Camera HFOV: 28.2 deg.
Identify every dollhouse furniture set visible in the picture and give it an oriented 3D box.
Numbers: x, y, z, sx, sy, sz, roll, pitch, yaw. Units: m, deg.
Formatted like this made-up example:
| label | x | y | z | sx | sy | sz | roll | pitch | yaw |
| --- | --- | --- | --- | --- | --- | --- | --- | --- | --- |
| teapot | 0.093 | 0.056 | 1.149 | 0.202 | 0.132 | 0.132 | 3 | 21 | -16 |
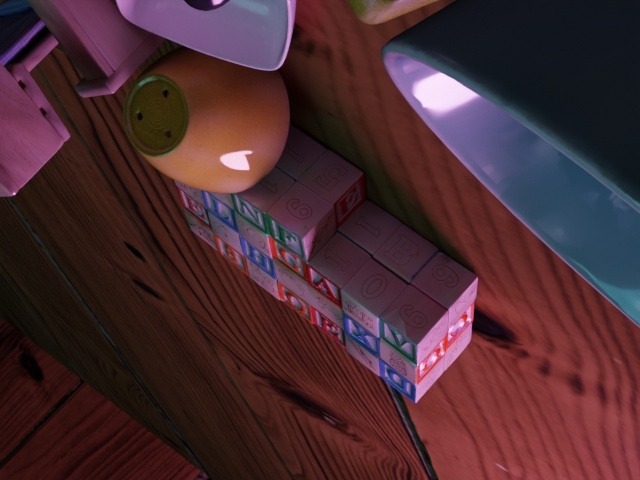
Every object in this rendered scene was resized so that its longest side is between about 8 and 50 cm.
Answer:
| label | x | y | z | sx | sy | sz | roll | pitch | yaw |
| --- | --- | --- | --- | --- | --- | --- | --- | --- | --- |
| dollhouse furniture set | -0.299 | -0.198 | 1.059 | 0.303 | 0.286 | 0.198 | 0 | 133 | 48 |

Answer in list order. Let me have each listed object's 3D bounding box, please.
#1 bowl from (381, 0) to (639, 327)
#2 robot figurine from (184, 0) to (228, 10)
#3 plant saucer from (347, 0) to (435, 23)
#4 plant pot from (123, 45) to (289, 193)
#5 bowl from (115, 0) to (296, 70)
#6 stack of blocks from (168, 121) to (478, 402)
| label | x | y | z | sx | sy | sz | roll | pitch | yaw |
| --- | --- | --- | --- | --- | --- | --- | --- | --- | --- |
| bowl | 0.192 | -0.034 | 0.529 | 0.311 | 0.163 | 0.311 | 42 | -179 | -1 |
| robot figurine | -0.082 | -0.259 | 0.682 | 0.209 | 0.174 | 0.278 | 2 | 146 | 14 |
| plant saucer | 0.060 | -0.189 | 0.555 | 0.188 | 0.045 | 0.188 | -19 | 125 | 21 |
| plant pot | -0.107 | -0.103 | 1.055 | 0.134 | 0.134 | 0.095 | 36 | -158 | 23 |
| bowl | -0.080 | -0.195 | 0.937 | 0.142 | 0.053 | 0.142 | 21 | 158 | 4 |
| stack of blocks | 0.000 | 0.000 | 1.168 | 0.297 | 0.087 | 0.171 | 36 | 159 | 21 |
